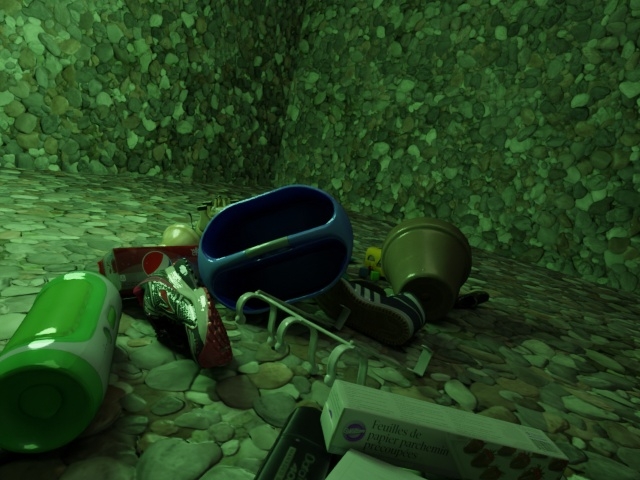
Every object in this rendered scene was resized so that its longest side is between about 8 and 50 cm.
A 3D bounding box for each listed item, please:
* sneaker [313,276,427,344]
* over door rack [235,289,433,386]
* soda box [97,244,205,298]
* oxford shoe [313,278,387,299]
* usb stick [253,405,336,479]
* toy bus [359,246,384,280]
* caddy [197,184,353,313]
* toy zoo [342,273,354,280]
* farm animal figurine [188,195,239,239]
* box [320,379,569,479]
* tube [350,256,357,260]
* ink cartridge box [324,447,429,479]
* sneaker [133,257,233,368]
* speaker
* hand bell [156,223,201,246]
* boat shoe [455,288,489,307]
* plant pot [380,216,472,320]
[{"bbox_3d":[0.119,0.150,1.034,0.282,0.099,0.153,26,20,33],"label":"sneaker"},{"bbox_3d":[0.029,0.193,0.784,0.239,0.108,0.324,22,1,39],"label":"over door rack"},{"bbox_3d":[-0.337,0.065,0.950,0.083,0.092,0.263,-28,-17,37],"label":"soda box"},{"bbox_3d":[0.071,0.134,1.142,0.212,0.076,0.076,10,1,-10],"label":"oxford shoe"},{"bbox_3d":[-0.036,0.270,0.462,0.077,0.045,0.278,22,13,9],"label":"usb stick"},{"bbox_3d":[0.240,0.077,1.448,0.202,0.105,0.191,8,6,10],"label":"toy bus"},{"bbox_3d":[-0.093,0.021,0.935,0.341,0.241,0.179,-18,-9,8],"label":"caddy"},{"bbox_3d":[-0.035,0.066,1.187,0.192,0.030,0.293,17,-9,28],"label":"toy zoo"},{"bbox_3d":[-0.275,-0.038,1.418,0.326,0.172,0.330,2,17,15],"label":"farm animal figurine"},{"bbox_3d":[0.162,0.258,0.556,0.323,0.063,0.067,17,9,-13],"label":"box"},{"bbox_3d":[0.051,0.058,1.534,0.080,0.052,0.207,25,12,31],"label":"tube"},{"bbox_3d":[0.044,0.265,0.383,0.108,0.062,0.209,14,-5,20],"label":"ink cartridge box"},{"bbox_3d":[-0.243,0.139,0.760,0.112,0.121,0.299,-27,30,-22],"label":"sneaker"},{"bbox_3d":[-0.344,0.139,0.580,0.131,0.131,0.296,7,13,-22],"label":"speaker"},{"bbox_3d":[-0.400,0.055,1.027,0.126,0.126,0.242,15,23,14],"label":"hand bell"},{"bbox_3d":[0.465,0.186,1.328,0.152,0.056,0.049,-4,22,-22],"label":"boat shoe"},{"bbox_3d":[0.291,0.098,1.192,0.262,0.263,0.229,13,30,6],"label":"plant pot"}]
